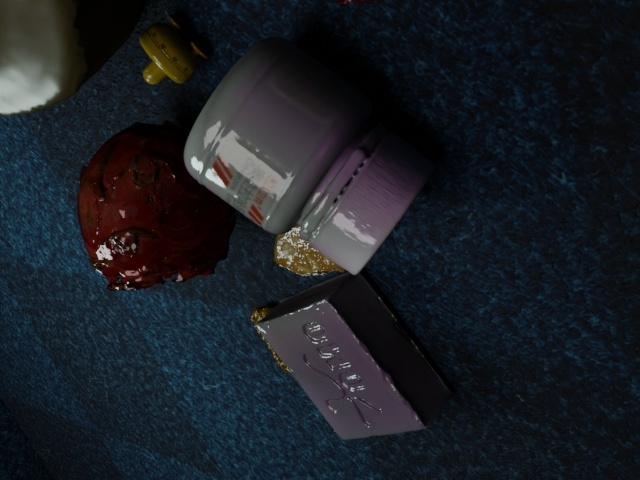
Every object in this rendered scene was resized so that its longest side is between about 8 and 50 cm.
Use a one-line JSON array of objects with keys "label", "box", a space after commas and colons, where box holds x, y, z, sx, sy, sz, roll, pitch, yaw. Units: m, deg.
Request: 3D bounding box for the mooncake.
[{"label": "mooncake", "box": [-0.511, -0.431, 1.450, 0.467, 0.262, 0.467, 13, 139, 11]}]

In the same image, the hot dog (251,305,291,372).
[{"label": "hot dog", "box": [-0.083, 0.198, 1.875, 0.071, 0.045, 0.165, -5, 121, 51]}]

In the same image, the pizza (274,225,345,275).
[{"label": "pizza", "box": [0.002, -0.001, 1.581, 0.127, 0.058, 0.246, 54, 143, -6]}]

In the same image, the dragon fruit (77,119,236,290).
[{"label": "dragon fruit", "box": [-0.285, -0.054, 1.638, 0.295, 0.295, 0.302, 20, 110, 34]}]

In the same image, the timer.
[{"label": "timer", "box": [-0.255, -0.300, 1.525, 0.107, 0.109, 0.107, 48, -172, -9]}]

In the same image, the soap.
[{"label": "soap", "box": [0.054, 0.215, 1.698, 0.296, 0.107, 0.285, 53, 147, -6]}]

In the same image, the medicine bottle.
[{"label": "medicine bottle", "box": [-0.014, -0.115, 1.328, 0.302, 0.241, 0.241, 35, 144, 1]}]

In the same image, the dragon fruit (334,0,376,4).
[{"label": "dragon fruit", "box": [0.032, -0.368, 1.134, 0.136, 0.133, 0.166, 4, 116, 35]}]
